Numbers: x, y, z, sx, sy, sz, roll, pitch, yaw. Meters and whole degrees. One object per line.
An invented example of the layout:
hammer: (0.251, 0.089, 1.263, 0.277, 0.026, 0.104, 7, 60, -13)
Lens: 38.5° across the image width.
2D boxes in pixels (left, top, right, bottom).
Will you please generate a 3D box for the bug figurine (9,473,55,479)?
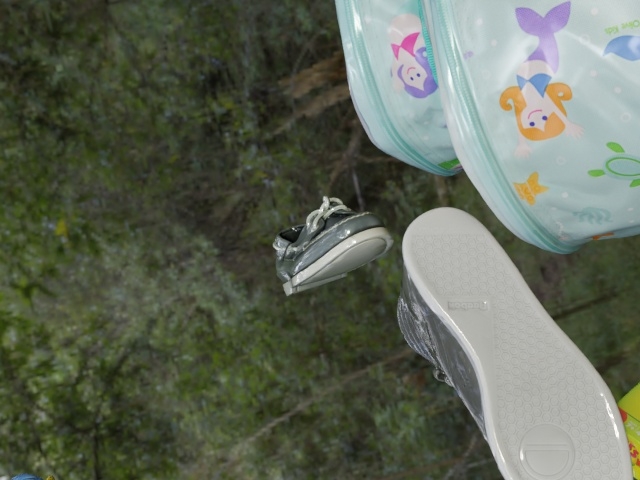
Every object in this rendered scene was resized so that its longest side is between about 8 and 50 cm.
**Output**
bug figurine: (-0.214, 0.292, 0.802, 0.216, 0.072, 0.279, -6, 118, 59)

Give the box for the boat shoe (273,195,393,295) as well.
boat shoe: (0.000, 0.000, 1.156, 0.319, 0.116, 0.099, 140, 112, -73)

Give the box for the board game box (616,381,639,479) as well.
board game box: (0.335, 0.151, 0.816, 0.092, 0.181, 0.043, 36, 139, 33)

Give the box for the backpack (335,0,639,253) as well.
backpack: (0.114, -0.119, 0.458, 0.225, 0.191, 0.254, 7, -115, -63)

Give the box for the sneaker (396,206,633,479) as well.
sneaker: (0.158, 0.120, 0.779, 0.296, 0.104, 0.147, 62, 173, 16)
